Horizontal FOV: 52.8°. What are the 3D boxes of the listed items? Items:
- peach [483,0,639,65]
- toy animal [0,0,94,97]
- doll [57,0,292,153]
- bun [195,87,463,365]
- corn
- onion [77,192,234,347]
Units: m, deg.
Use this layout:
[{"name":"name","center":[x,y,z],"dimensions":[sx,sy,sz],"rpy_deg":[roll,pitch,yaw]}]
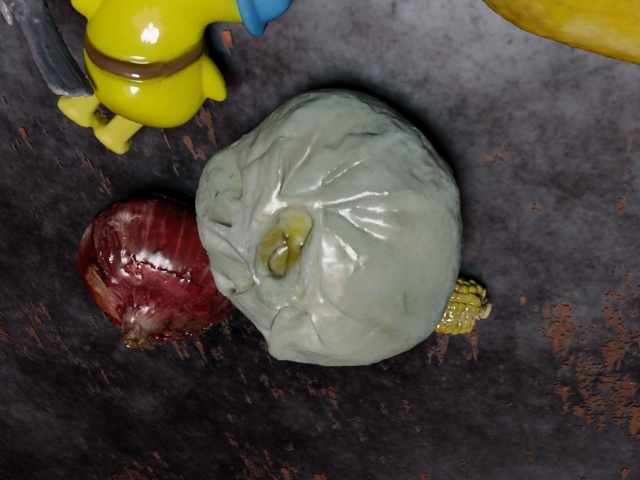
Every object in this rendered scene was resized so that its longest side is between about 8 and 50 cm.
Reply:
[{"name":"peach","center":[0.217,-0.249,0.360],"dimensions":[0.373,0.372,0.289],"rpy_deg":[13,87,11]},{"name":"toy animal","center":[-0.372,-0.320,0.743],"dimensions":[0.206,0.081,0.366],"rpy_deg":[-7,100,49]},{"name":"doll","center":[-0.178,-0.234,0.733],"dimensions":[0.199,0.145,0.363],"rpy_deg":[37,127,-25]},{"name":"bun","center":[0.005,0.004,0.772],"dimensions":[0.355,0.194,0.354],"rpy_deg":[7,110,20]},{"name":"corn","center":[0.094,0.068,0.911],"dimensions":[0.288,0.086,0.086],"rpy_deg":[15,131,12]},{"name":"onion","center":[-0.243,0.057,0.938],"dimensions":[0.252,0.219,0.252],"rpy_deg":[10,138,9]}]
